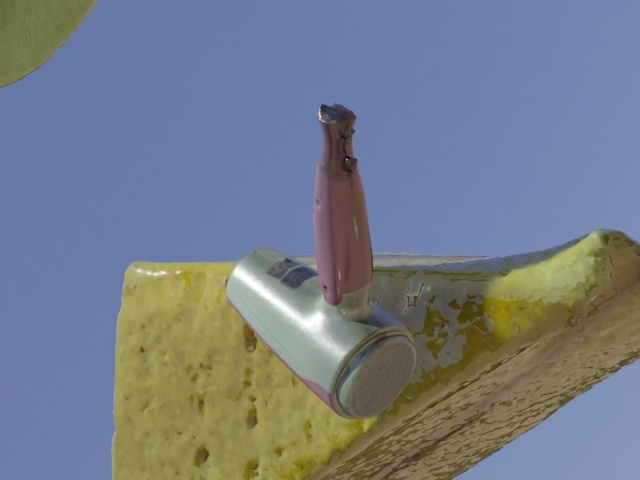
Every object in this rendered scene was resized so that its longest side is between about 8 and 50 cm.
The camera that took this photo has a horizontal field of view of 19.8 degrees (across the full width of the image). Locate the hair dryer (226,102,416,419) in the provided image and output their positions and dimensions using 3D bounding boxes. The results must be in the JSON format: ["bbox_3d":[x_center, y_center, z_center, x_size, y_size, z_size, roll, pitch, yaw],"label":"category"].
[{"bbox_3d":[0.005,0.001,0.885,0.054,0.106,0.154,-21,-44,-35],"label":"hair dryer"}]

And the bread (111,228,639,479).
[{"bbox_3d":[0.070,0.115,1.142,0.233,0.361,0.245,-1,-89,-49],"label":"bread"}]

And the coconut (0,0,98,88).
[{"bbox_3d":[-0.325,-0.273,1.580,0.328,0.328,0.281,-25,-65,-51],"label":"coconut"}]
